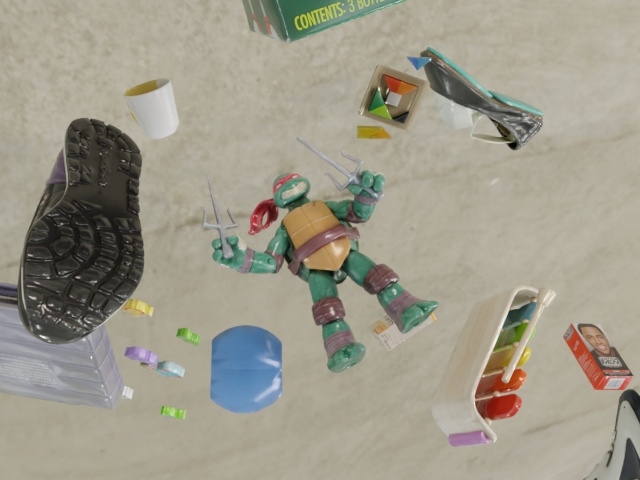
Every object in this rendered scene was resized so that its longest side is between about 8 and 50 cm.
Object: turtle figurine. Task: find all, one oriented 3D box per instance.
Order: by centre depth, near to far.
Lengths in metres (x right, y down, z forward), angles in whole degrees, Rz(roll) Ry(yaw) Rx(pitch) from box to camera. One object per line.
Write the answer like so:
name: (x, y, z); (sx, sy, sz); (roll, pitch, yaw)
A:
turtle figurine: (0.000, 0.000, 0.761); (0.175, 0.234, 0.118); (-36, 163, 10)

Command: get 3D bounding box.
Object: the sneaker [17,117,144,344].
sneaker: (-0.242, 0.010, 0.778); (0.107, 0.283, 0.124); (26, 125, -23)

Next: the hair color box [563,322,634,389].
hair color box: (0.543, 0.226, 1.549); (0.071, 0.141, 0.043); (4, 128, -20)

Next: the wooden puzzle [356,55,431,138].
wooden puzzle: (0.089, -0.172, 0.964); (0.078, 0.014, 0.116); (9, 118, -12)

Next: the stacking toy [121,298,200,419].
stacking toy: (-0.294, 0.220, 1.427); (0.052, 0.167, 0.221); (-4, 154, 30)

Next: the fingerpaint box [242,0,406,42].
fingerpaint box: (0.097, -0.444, 0.760); (0.444, 0.163, 0.371); (-22, 114, -10)

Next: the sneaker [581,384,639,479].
sneaker: (0.319, 0.223, 0.796); (0.094, 0.153, 0.235); (22, 155, -1)

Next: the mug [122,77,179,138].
mug: (-0.212, -0.167, 1.007); (0.062, 0.078, 0.064); (-21, 117, -8)

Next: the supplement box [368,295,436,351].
supplement box: (0.135, 0.137, 1.314); (0.098, 0.062, 0.036); (-33, 103, -7)

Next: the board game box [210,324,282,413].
board game box: (-0.139, 0.245, 1.489); (0.133, 0.169, 0.033); (0, 156, -4)

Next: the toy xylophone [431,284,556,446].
toy xylophone: (0.305, 0.199, 1.353); (0.323, 0.081, 0.236); (-57, -168, -22)

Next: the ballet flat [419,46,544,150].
ballet flat: (0.259, -0.220, 1.310); (0.280, 0.095, 0.096); (21, 109, -30)

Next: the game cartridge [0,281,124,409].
game cartridge: (-0.469, 0.137, 1.123); (0.354, 0.068, 0.230); (8, 141, 7)
